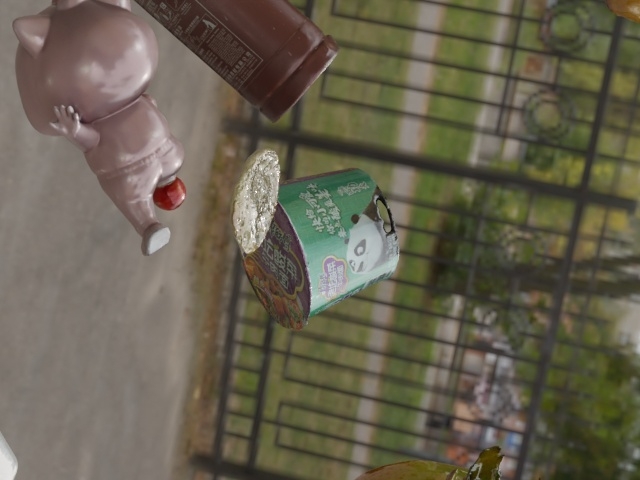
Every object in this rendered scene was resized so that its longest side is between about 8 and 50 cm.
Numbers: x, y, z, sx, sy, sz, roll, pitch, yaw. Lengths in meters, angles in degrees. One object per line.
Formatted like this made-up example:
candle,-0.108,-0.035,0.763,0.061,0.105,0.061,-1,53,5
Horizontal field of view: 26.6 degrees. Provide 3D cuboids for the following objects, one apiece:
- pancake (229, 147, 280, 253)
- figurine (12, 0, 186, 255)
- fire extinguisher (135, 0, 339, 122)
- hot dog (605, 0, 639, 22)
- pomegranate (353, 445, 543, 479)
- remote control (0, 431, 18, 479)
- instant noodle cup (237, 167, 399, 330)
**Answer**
pancake,-0.091,-0.057,1.907,0.151,0.025,0.152,13,90,-74
figurine,-0.239,-0.132,1.476,0.176,0.186,0.287,-43,116,-33
fire extinguisher,-0.108,-0.229,1.199,0.105,0.269,0.105,-47,-172,8
hot dog,0.326,-0.263,1.028,0.337,0.100,0.135,-29,109,-25
pomegranate,0.092,0.272,1.081,0.257,0.220,0.221,-63,179,31
remote control,-0.363,0.162,1.323,0.067,0.029,0.261,-76,155,-46
instant noodle cup,0.000,0.000,2.197,0.190,0.251,0.251,-19,135,-25
